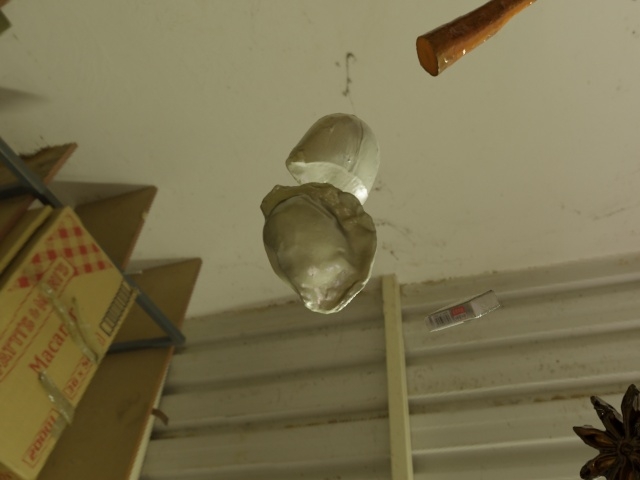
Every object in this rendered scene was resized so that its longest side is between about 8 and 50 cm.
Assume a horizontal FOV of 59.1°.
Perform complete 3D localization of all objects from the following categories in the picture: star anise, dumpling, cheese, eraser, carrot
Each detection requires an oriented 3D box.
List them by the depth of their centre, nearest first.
[{"bbox_3d":[0.446,0.290,0.745,0.234,0.073,0.177,4,-101,66],"label":"star anise"},{"bbox_3d":[0.228,-0.303,0.766,0.224,0.057,0.057,-35,-137,-11],"label":"carrot"},{"bbox_3d":[0.207,0.106,0.838,0.052,0.122,0.029,-19,-99,-27],"label":"eraser"},{"bbox_3d":[0.000,0.000,0.975,0.193,0.147,0.258,-19,-114,0],"label":"dumpling"},{"bbox_3d":[0.040,-0.181,1.220,0.154,0.198,0.189,-15,-133,50],"label":"cheese"}]
